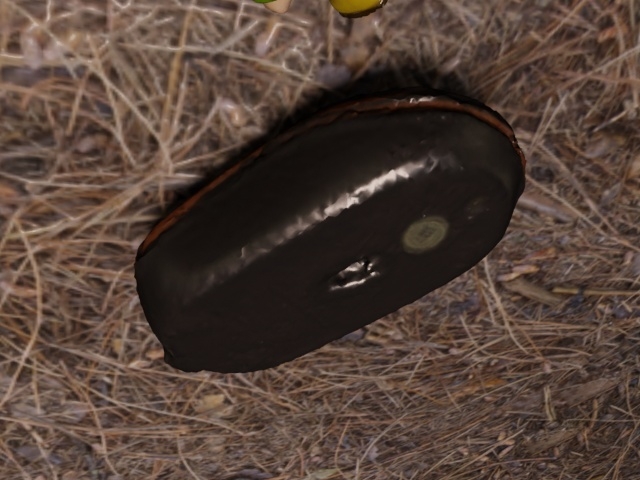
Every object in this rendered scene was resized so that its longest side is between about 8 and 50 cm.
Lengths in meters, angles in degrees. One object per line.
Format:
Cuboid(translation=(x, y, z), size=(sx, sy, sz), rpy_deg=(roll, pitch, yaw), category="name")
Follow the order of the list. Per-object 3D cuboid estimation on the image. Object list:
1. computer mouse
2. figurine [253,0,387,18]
Cuboid(translation=(0.000, -0.004, 0.443), size=(0.323, 0.116, 0.183), rpy_deg=(-29, 133, 15), category="computer mouse")
Cuboid(translation=(-0.048, -0.205, 0.263), size=(0.263, 0.143, 0.162), rpy_deg=(19, 116, -43), category="figurine")
